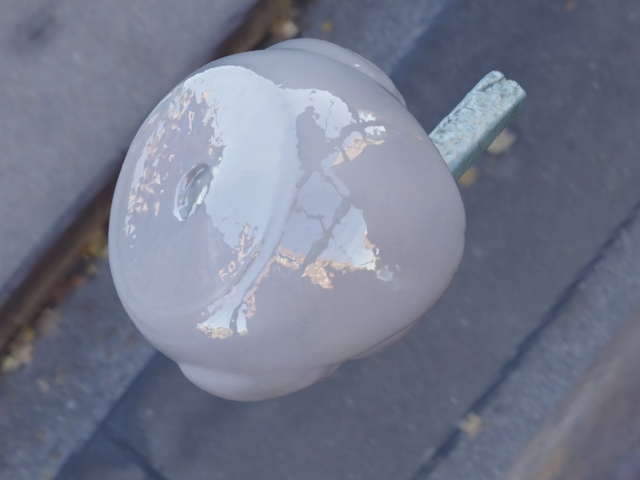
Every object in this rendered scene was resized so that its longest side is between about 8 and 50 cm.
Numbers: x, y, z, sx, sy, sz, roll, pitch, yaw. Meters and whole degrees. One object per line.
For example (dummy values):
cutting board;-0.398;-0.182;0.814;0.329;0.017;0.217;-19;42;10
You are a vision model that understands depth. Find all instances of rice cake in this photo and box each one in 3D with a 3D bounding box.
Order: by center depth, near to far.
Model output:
rice cake;0.064;-0.037;1.426;0.042;0.045;0.245;43;62;5

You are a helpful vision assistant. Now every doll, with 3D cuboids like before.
doll;0.000;0.000;1.170;0.251;0.221;0.221;0;60;54
